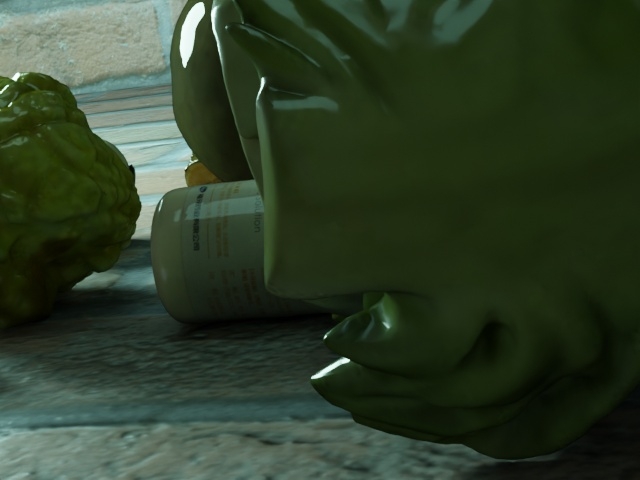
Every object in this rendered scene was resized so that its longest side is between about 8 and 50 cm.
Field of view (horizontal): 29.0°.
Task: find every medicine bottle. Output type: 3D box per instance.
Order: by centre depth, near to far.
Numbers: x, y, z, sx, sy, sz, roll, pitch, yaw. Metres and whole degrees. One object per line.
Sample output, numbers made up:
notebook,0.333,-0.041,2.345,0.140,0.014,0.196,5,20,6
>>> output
medicine bottle,-0.002,0.003,0.989,0.252,0.114,0.114,-4,14,10

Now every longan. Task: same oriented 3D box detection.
longan,-0.010,-0.184,1.388,0.318,0.319,0.319,-8,13,2

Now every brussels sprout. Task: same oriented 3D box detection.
brussels sprout,0.134,-0.091,0.749,0.361,0.343,0.425,-16,27,6

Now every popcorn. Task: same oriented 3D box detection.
popcorn,-0.294,-0.023,1.126,0.251,0.206,0.237,-40,32,-1

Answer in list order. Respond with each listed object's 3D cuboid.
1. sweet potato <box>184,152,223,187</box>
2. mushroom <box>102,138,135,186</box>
sweet potato,-0.083,-0.106,1.599,0.112,0.085,0.285,36,22,22
mushroom,-0.265,-0.042,1.348,0.154,0.122,0.154,-31,33,23
